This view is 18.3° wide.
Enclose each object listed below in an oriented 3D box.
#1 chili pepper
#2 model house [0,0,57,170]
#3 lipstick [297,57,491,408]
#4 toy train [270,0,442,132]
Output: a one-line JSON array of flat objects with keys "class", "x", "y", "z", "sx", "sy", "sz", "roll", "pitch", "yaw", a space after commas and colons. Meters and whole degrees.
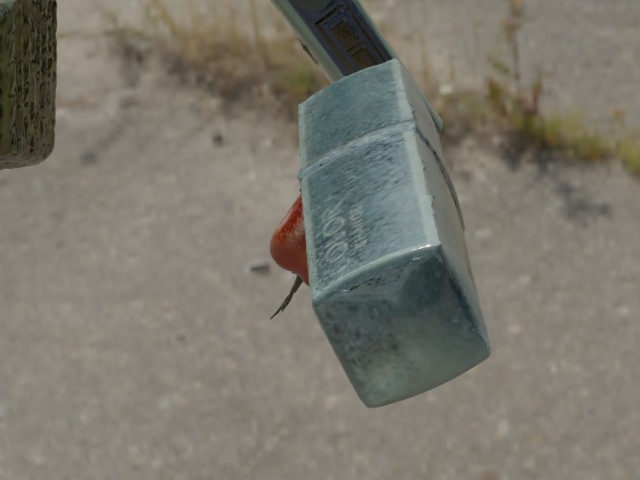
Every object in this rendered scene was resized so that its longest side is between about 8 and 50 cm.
[{"class": "chili pepper", "x": 0.000, "y": 0.000, "z": 1.761, "sx": 0.086, "sy": 0.192, "sz": 0.084, "roll": -5, "pitch": 46, "yaw": -47}, {"class": "model house", "x": -0.275, "y": -0.107, "z": 1.241, "sx": 0.214, "sy": 0.195, "sz": 0.189, "roll": -4, "pitch": 25, "yaw": -26}, {"class": "lipstick", "x": 0.033, "y": -0.012, "z": 1.033, "sx": 0.077, "sy": 0.076, "sz": 0.289, "roll": -23, "pitch": 20, "yaw": 8}, {"class": "toy train", "x": 0.003, "y": -0.158, "z": 1.404, "sx": 0.055, "sy": 0.252, "sz": 0.048, "roll": -36, "pitch": 35, "yaw": 4}]
